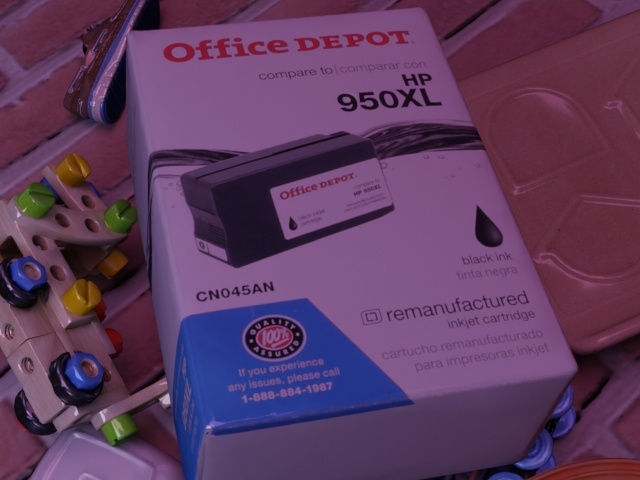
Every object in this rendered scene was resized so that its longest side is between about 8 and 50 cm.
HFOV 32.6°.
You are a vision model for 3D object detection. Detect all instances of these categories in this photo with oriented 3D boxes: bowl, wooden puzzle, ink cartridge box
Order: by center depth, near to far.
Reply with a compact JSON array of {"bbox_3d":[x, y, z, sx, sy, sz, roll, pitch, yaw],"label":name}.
[{"bbox_3d":[0.000,0.000,0.927,0.285,0.166,0.395,-7,55,-14],"label":"ink cartridge box"},{"bbox_3d":[-0.203,0.235,0.985,0.142,0.053,0.142,22,66,18],"label":"bowl"},{"bbox_3d":[0.311,-0.071,1.098,0.322,0.080,0.348,-22,57,-8],"label":"wooden puzzle"}]

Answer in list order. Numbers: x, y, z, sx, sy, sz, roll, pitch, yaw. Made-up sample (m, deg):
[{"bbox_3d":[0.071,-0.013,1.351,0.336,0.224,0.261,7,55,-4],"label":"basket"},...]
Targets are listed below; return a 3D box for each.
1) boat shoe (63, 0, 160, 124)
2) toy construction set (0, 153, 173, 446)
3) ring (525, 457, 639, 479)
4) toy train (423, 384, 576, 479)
[{"bbox_3d":[-0.238,-0.219,1.238,0.066,0.066,0.183,13,62,14],"label":"boat shoe"},{"bbox_3d":[-0.207,0.068,1.023,0.327,0.215,0.151,44,116,19],"label":"toy construction set"},{"bbox_3d":[0.245,0.341,0.858,0.336,0.032,0.337,2,70,-6],"label":"ring"},{"bbox_3d":[0.157,0.179,0.970,0.105,0.080,0.184,19,67,24],"label":"toy train"}]
